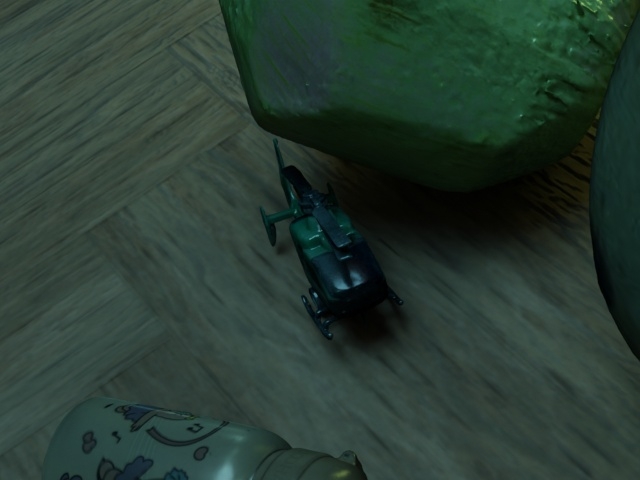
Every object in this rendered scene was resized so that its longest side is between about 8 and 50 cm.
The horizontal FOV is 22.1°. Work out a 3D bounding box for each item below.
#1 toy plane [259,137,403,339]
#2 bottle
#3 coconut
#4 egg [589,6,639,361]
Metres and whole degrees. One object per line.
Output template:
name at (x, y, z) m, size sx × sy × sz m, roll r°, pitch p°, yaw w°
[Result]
toy plane at (0.000, 0.000, 1.175) m, size 0.060 × 0.096 × 0.235 m, roll -26°, pitch 23°, yaw -5°
bottle at (-0.070, 0.165, 1.026) m, size 0.209 × 0.097 × 0.110 m, roll 7°, pitch 50°, yaw 32°
coconut at (0.064, -0.191, 1.178) m, size 0.328 × 0.281 × 0.328 m, roll 0°, pitch 81°, yaw -3°
egg at (0.330, -0.063, 0.871) m, size 0.428 × 0.345 × 0.345 m, roll -45°, pitch 34°, yaw 24°
